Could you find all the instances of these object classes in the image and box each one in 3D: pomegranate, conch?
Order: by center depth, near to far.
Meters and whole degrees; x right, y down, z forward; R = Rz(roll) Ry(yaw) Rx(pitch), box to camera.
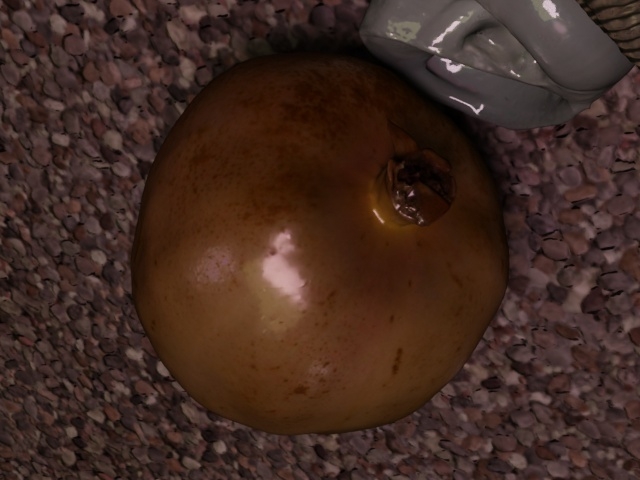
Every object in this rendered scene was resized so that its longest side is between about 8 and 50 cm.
[{"bbox_3d":[0.135,-0.159,0.858,0.221,0.121,0.185,6,128,47],"label":"conch"},{"bbox_3d":[0.000,0.000,0.922,0.319,0.319,0.319,12,125,18],"label":"pomegranate"}]

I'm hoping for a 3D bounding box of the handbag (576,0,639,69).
[{"bbox_3d":[0.330,-0.197,0.679,0.340,0.247,0.240,-22,127,33],"label":"handbag"}]
